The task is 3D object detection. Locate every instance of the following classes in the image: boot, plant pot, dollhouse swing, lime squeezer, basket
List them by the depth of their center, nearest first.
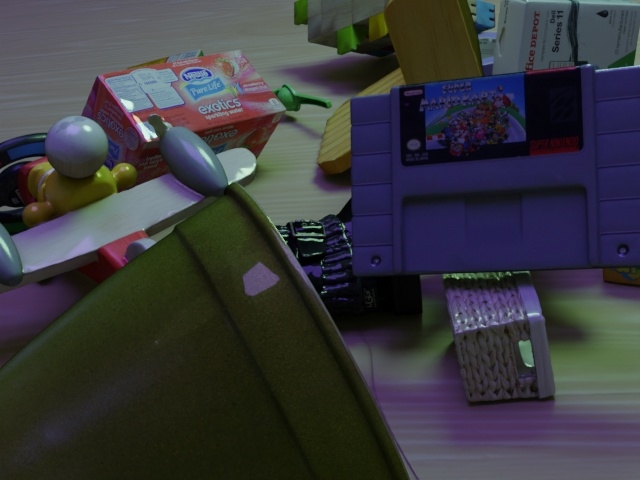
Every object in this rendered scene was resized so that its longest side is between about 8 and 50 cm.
[{"bbox_3d":[-0.152,0.187,1.102,0.353,0.366,0.366,-28,30,-10],"label":"plant pot"},{"bbox_3d":[0.204,0.101,1.361,0.103,0.113,0.167,-11,26,6],"label":"basket"},{"bbox_3d":[-0.001,-0.003,1.606,0.260,0.131,0.348,-7,27,5],"label":"boot"},{"bbox_3d":[0.100,-0.327,1.934,0.305,0.315,0.347,-16,24,13],"label":"dollhouse swing"},{"bbox_3d":[-0.093,-0.260,2.188,0.310,0.058,0.110,-4,11,32],"label":"lime squeezer"}]

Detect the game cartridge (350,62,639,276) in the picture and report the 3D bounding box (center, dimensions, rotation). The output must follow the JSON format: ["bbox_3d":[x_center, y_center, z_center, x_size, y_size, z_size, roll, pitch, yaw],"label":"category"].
[{"bbox_3d":[0.201,-0.077,1.341,0.355,0.230,0.068,-3,-1,26],"label":"game cartridge"}]

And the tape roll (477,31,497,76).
[{"bbox_3d":[0.291,-0.322,2.185,0.189,0.080,0.189,-8,26,4],"label":"tape roll"}]

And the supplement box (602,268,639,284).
[{"bbox_3d":[0.444,-0.029,1.567,0.080,0.078,0.233,5,30,27],"label":"supplement box"}]

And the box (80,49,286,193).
[{"bbox_3d":[-0.230,-0.198,1.929,0.300,0.142,0.154,-20,65,-42],"label":"box"}]

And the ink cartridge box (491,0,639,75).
[{"bbox_3d":[0.390,-0.310,1.853,0.209,0.153,0.087,-2,19,-17],"label":"ink cartridge box"}]

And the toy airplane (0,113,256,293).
[{"bbox_3d":[-0.311,-0.036,1.619,0.385,0.272,0.386,-2,28,14],"label":"toy airplane"}]

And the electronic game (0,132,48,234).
[{"bbox_3d":[-0.471,-0.087,1.849,0.229,0.229,0.048,-21,61,-20],"label":"electronic game"}]

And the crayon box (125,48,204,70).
[{"bbox_3d":[-0.319,-0.277,2.279,0.165,0.081,0.278,-12,26,11],"label":"crayon box"}]

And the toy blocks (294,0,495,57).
[{"bbox_3d":[0.163,-0.448,2.301,0.261,0.190,0.381,5,-10,-37],"label":"toy blocks"}]
